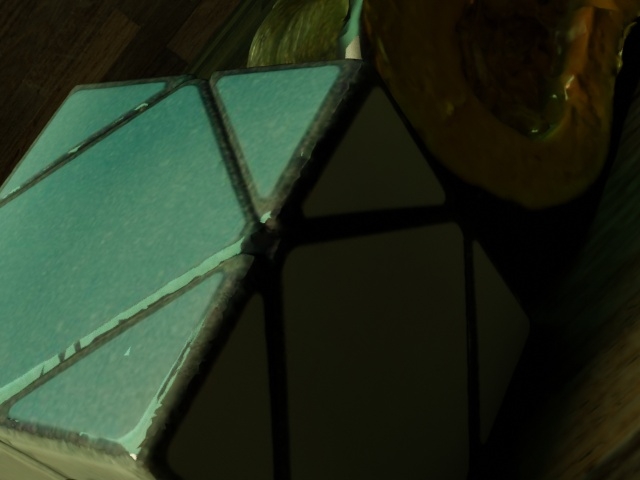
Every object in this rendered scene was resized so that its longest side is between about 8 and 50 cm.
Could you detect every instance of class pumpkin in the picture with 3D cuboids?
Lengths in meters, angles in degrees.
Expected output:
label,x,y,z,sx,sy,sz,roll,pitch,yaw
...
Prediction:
label,x,y,z,sx,sy,sz,roll,pitch,yaw
pumpkin,0.051,-0.135,0.696,0.232,0.242,0.325,-17,35,49

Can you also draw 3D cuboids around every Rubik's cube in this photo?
label,x,y,z,sx,sy,sz,roll,pitch,yaw
Rubik's cube,-0.049,0.057,0.547,0.205,0.207,0.205,3,54,39

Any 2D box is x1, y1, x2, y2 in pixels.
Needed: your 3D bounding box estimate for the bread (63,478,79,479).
label,x,y,z,sx,sy,sz,roll,pitch,yaw
bread,-0.078,0.202,0.416,0.162,0.204,0.262,-33,-3,-43
